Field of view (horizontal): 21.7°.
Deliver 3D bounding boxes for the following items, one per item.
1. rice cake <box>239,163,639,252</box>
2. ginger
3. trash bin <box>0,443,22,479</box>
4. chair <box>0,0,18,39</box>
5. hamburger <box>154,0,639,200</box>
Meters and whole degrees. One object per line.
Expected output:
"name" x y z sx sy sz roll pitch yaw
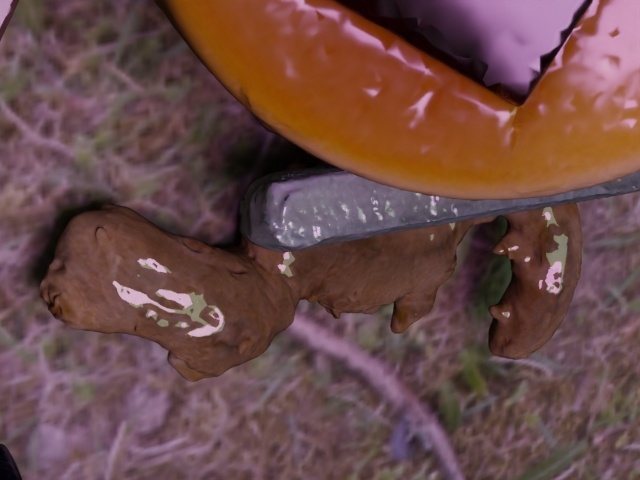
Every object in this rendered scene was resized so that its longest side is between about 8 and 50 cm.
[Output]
"rice cake" 0.062 -0.024 0.711 0.208 0.033 0.033 -9 97 -28
"ginger" 0.003 -0.016 0.732 0.259 0.065 0.149 -1 97 -27
"trash bin" -0.211 0.166 0.610 0.235 0.184 0.162 -3 111 -20
"chair" -0.125 -0.227 0.488 0.183 0.175 0.326 26 101 -28
"hamburger" 0.061 -0.154 0.608 0.300 0.176 0.300 -1 116 -2
